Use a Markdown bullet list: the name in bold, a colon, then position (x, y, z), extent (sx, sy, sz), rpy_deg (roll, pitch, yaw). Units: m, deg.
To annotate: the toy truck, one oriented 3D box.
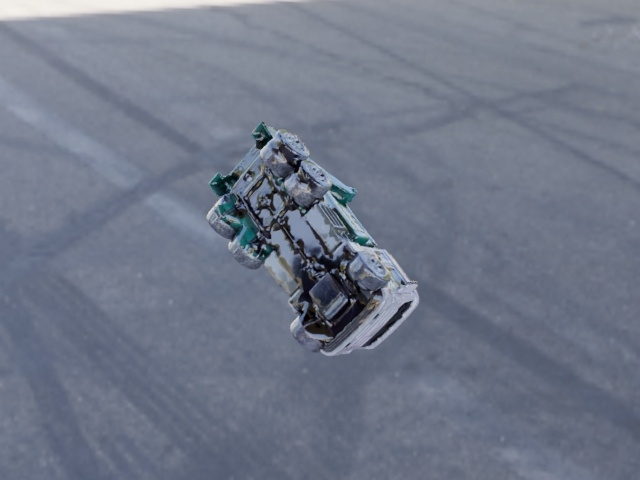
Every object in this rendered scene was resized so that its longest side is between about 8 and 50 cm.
- **toy truck**: position (0.000, 0.000, 1.106), extent (0.116, 0.110, 0.216), rpy_deg (7, 41, -55)
